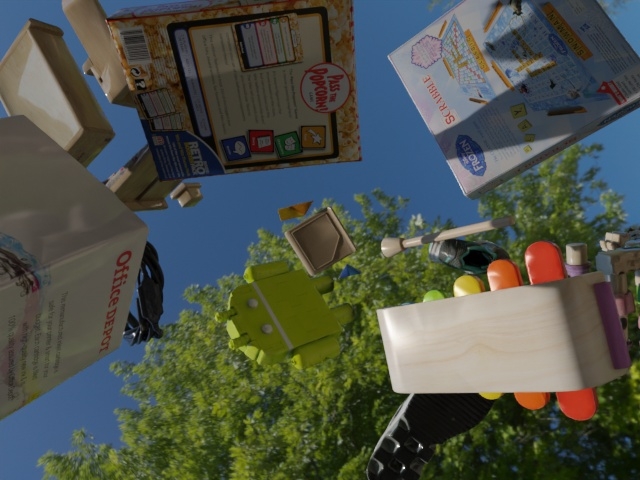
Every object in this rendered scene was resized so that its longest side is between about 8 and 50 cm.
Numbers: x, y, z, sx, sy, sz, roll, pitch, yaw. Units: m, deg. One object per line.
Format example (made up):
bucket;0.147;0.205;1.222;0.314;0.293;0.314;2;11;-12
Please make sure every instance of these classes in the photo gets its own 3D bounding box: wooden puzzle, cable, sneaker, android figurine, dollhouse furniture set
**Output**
wooden puzzle;0.000;0.000;0.613;0.116;0.079;0.014;65;-165;-8
cable;-0.301;0.074;0.777;0.047;0.151;0.184;-12;-94;-44
sneaker;0.214;0.335;0.948;0.122;0.330;0.146;41;-162;8
android figurine;-0.070;0.144;0.955;0.273;0.056;0.248;-10;-128;-33
dollhouse furniture set;-0.265;-0.197;0.748;0.173;0.303;0.356;59;-155;9
sneaker;0.258;0.032;0.789;0.167;0.076;0.064;6;-78;-29

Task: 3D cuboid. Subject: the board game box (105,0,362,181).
board game box;-0.064;-0.133;0.427;0.194;0.146;0.045;-5;-144;2

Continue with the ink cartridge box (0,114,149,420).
ink cartridge box;-0.331;0.044;0.415;0.197;0.198;0.270;39;-143;14

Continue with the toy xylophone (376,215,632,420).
toy xylophone;0.192;0.094;0.607;0.081;0.323;0.236;-4;-92;-46

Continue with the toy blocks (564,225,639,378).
toy blocks;0.690;0.131;0.997;0.289;0.309;0.259;-10;-81;-9

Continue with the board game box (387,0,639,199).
board game box;0.324;-0.285;0.832;0.066;0.318;0.318;10;-127;-61
